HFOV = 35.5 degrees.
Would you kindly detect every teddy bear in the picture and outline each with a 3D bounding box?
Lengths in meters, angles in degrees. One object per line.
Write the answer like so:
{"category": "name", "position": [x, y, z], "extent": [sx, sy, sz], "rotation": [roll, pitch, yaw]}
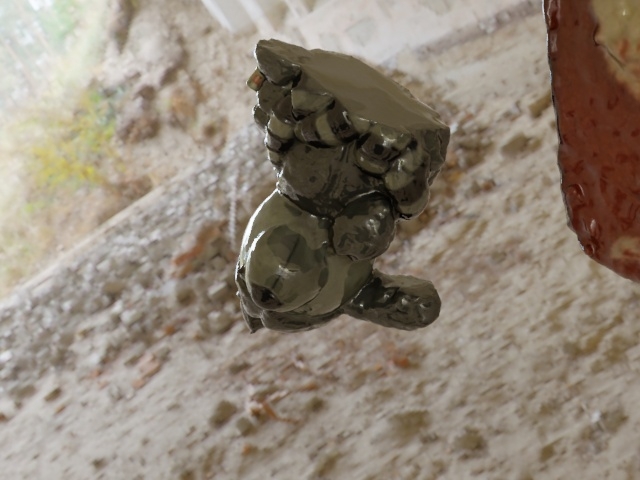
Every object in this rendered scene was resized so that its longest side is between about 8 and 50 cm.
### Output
{"category": "teddy bear", "position": [0.015, -0.008, 0.742], "extent": [0.171, 0.251, 0.144], "rotation": [17, 23, 13]}

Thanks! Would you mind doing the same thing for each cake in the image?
{"category": "cake", "position": [0.233, -0.104, 0.568], "extent": [0.177, 0.282, 0.151], "rotation": [1, 12, 38]}
